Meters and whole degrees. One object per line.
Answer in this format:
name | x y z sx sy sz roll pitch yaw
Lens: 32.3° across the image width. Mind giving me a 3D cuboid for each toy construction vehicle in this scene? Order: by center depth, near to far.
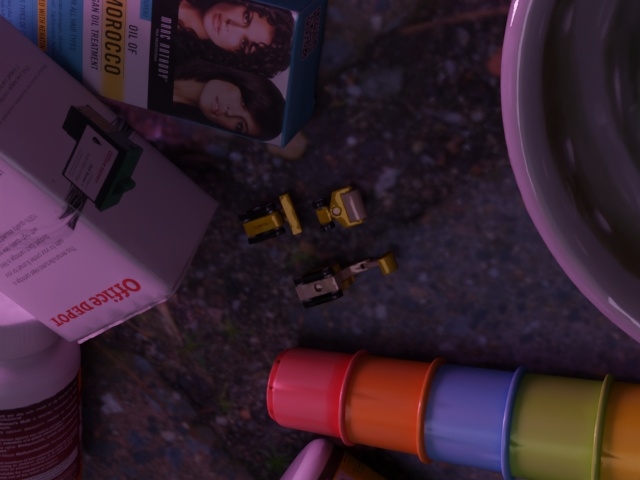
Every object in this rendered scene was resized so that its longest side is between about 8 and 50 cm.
toy construction vehicle | 0.000 0.000 0.815 0.098 0.035 0.086 -20 99 27

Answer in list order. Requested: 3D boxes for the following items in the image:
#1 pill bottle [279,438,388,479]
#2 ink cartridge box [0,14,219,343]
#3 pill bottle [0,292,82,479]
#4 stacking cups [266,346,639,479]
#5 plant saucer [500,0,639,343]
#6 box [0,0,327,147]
pill bottle | 0.054 0.263 0.891 0.215 0.117 0.117 35 125 0
ink cartridge box | -0.207 -0.038 0.791 0.219 0.092 0.160 41 141 -22
pill bottle | -0.265 0.130 0.938 0.121 0.121 0.221 16 123 13
stacking cups | 0.112 0.131 0.803 0.316 0.096 0.096 5 120 19
plant saucer | 0.304 -0.089 0.597 0.401 0.100 0.400 10 121 17
box | -0.122 -0.148 0.757 0.244 0.060 0.100 16 123 13
